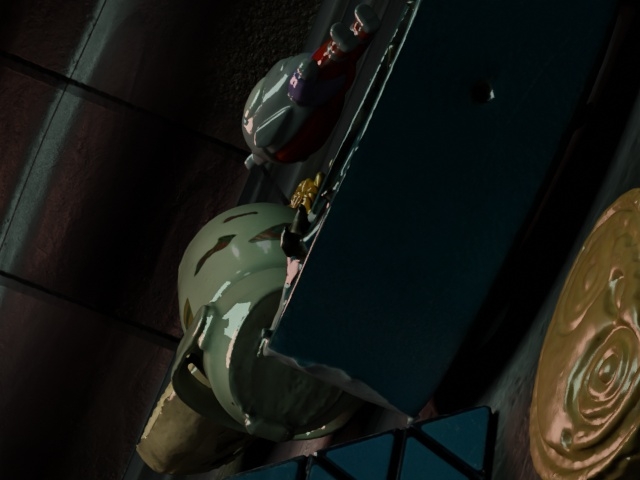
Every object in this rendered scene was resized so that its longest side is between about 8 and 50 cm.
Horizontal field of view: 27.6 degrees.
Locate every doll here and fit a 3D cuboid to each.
[{"bbox_3d":[-0.016,-0.115,1.081,0.102,0.075,0.227,-41,-2,-34],"label":"doll"}]

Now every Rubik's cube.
[{"bbox_3d":[0.069,0.200,0.967,0.178,0.211,0.190,-48,-20,-14],"label":"Rubik's cube"}]

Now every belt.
[{"bbox_3d":[0.098,-0.073,1.069,0.436,0.173,0.300,-63,2,10],"label":"belt"}]

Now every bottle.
[{"bbox_3d":[-0.046,0.101,1.388,0.352,0.229,0.229,-120,53,-73],"label":"bottle"}]

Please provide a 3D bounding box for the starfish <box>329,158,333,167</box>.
[{"bbox_3d":[0.000,0.000,1.768,0.208,0.053,0.176,120,167,-54],"label":"starfish"}]

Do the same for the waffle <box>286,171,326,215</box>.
[{"bbox_3d":[-0.054,0.019,2.029,0.231,0.051,0.229,121,166,-46],"label":"waffle"}]

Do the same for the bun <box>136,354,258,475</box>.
[{"bbox_3d":[-0.128,0.205,1.756,0.287,0.146,0.287,-54,4,5],"label":"bun"}]

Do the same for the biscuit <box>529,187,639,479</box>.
[{"bbox_3d":[0.194,0.021,0.738,0.202,0.044,0.289,-81,14,-52],"label":"biscuit"}]
